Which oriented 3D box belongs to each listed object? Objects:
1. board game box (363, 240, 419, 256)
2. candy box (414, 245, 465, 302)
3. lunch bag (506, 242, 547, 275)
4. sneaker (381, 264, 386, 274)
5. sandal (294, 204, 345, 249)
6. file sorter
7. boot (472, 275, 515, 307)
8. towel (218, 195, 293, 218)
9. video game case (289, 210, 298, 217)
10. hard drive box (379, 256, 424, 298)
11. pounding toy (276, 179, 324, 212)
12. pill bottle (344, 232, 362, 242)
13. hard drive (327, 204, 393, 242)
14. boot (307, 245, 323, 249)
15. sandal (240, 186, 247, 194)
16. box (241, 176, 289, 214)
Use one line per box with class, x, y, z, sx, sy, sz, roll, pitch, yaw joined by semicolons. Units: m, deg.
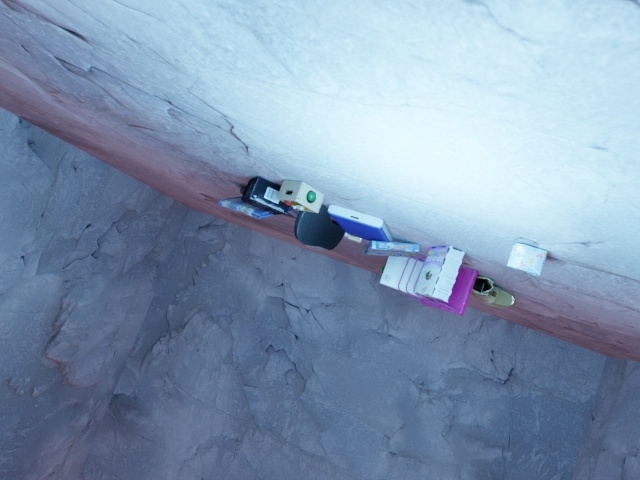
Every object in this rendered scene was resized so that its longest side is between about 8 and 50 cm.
board game box;0.290;0.037;1.721;0.201;0.035;0.136;4;168;-8
candy box;0.444;0.124;1.561;0.070;0.196;0.165;22;174;-9
lunch bag;0.560;0.050;1.131;0.083;0.071;0.053;17;177;12
sneaker;0.457;0.197;2.602;0.146;0.134;0.343;36;174;7
sandal;-0.023;-0.057;1.745;0.107;0.167;0.446;37;180;23
file sorter;0.512;0.187;1.868;0.182;0.202;0.290;24;173;-19
boot;0.785;0.236;1.920;0.262;0.095;0.203;23;173;14
towel;-0.292;-0.155;1.866;0.285;0.034;0.209;18;-157;35
video game case;-0.203;-0.154;2.059;0.183;0.023;0.201;17;173;27
hard drive box;0.439;0.177;2.111;0.232;0.181;0.089;20;174;13
pounding toy;-0.069;-0.138;1.405;0.130;0.100;0.141;26;172;-42
pill bottle;0.157;-0.020;1.956;0.083;0.043;0.043;20;174;9
hard drive;0.168;-0.053;1.648;0.210;0.040;0.318;18;173;20
boot;0.000;0.000;2.445;0.123;0.095;0.258;-8;168;19
sandal;-0.283;-0.191;1.825;0.219;0.060;0.090;15;172;39
box;-0.206;-0.170;1.610;0.156;0.093;0.158;23;172;-23
